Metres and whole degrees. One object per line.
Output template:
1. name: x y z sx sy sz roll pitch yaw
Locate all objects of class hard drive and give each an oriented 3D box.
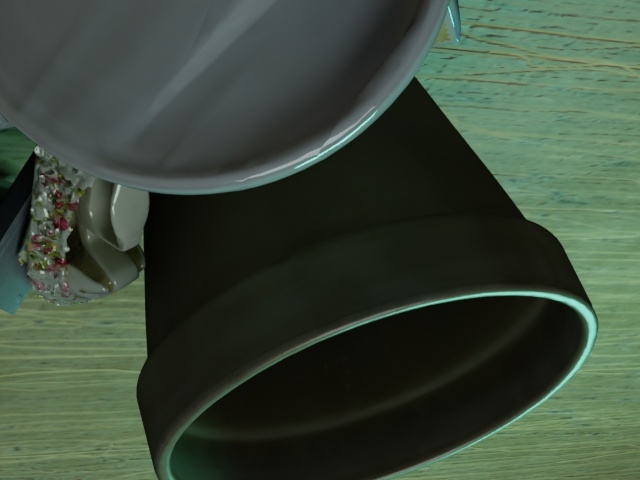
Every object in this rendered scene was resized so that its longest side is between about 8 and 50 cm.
1. hard drive: -0.196 -0.017 1.244 0.135 0.022 0.094 -59 167 -5

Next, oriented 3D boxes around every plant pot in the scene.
1. plant pot: 0.000 0.000 1.296 0.323 0.280 0.323 -16 153 -8

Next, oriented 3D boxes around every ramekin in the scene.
1. ramekin: -0.056 -0.153 0.938 0.273 0.272 0.127 -23 172 7

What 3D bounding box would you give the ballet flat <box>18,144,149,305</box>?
1. ballet flat: -0.150 -0.011 1.197 0.091 0.077 0.241 -33 156 -25

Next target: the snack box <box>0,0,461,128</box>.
1. snack box: -0.086 -0.159 1.106 0.322 0.060 0.187 -10 156 8

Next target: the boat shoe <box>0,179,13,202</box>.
1. boat shoe: -0.290 -0.022 1.215 0.156 0.135 0.367 -37 158 17
